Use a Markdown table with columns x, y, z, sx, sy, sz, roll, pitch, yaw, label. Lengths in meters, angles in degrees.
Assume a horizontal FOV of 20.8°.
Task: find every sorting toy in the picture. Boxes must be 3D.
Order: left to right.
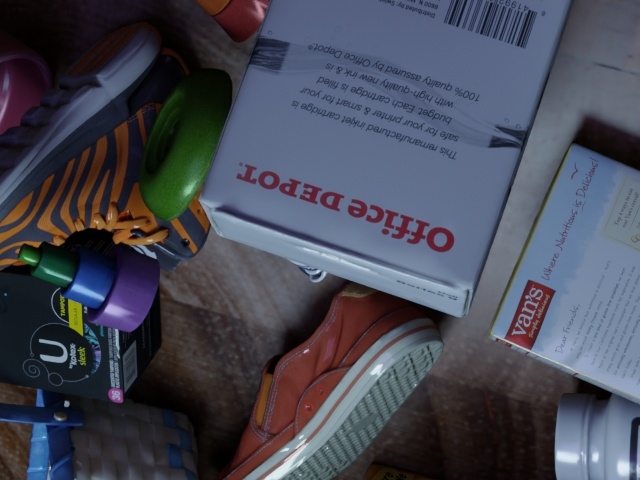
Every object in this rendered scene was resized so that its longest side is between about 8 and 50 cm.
| x | y | z | sx | sy | sz | roll | pitch | yaw | label |
| --- | --- | --- | --- | --- | --- | --- | --- | --- | --- |
| -0.139 | -0.117 | 1.353 | 0.126 | 0.127 | 0.366 | 22 | 88 | -21 | sorting toy |

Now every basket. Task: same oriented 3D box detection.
| x | y | z | sx | sy | sz | roll | pitch | yaw | label |
| --- | --- | --- | --- | --- | --- | --- | --- | --- | --- |
| -0.267 | 0.260 | 1.626 | 0.289 | 0.201 | 0.255 | 3 | 122 | -21 | basket |

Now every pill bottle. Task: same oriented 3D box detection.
| x | y | z | sx | sy | sz | roll | pitch | yaw | label |
| --- | --- | --- | --- | --- | --- | --- | --- | --- | --- |
| 0.300 | 0.175 | 1.481 | 0.193 | 0.108 | 0.108 | 3 | 118 | 16 | pill bottle |

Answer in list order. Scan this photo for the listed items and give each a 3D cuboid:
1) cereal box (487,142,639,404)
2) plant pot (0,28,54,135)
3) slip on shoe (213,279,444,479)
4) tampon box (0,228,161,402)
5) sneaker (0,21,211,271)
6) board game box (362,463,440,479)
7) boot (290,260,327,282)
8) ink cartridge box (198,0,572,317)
| x | y | z | sx | sy | sz | roll | pitch | yaw | label |
| --- | --- | --- | --- | --- | --- | --- | --- | --- | --- |
| 0.276 | 0.047 | 1.406 | 0.240 | 0.047 | 0.173 | 24 | 84 | 5 | cereal box |
| -0.358 | -0.118 | 1.491 | 0.180 | 0.201 | 0.201 | 33 | 123 | 17 | plant pot |
| -0.013 | 0.152 | 1.577 | 0.101 | 0.123 | 0.331 | 55 | 130 | 22 | slip on shoe |
| -0.238 | 0.062 | 1.589 | 0.161 | 0.101 | 0.120 | 7 | 118 | 14 | tampon box |
| -0.197 | -0.017 | 1.438 | 0.180 | 0.321 | 0.124 | 52 | 161 | -23 | sneaker |
| 0.149 | 0.479 | 1.542 | 0.356 | 0.356 | 0.357 | 14 | 120 | 9 | board game box |
| 0.000 | 0.000 | 1.443 | 0.069 | 0.190 | 0.086 | -24 | 113 | 3 | boot |
| 0.056 | -0.113 | 1.304 | 0.211 | 0.121 | 0.289 | 19 | 79 | 7 | ink cartridge box |
